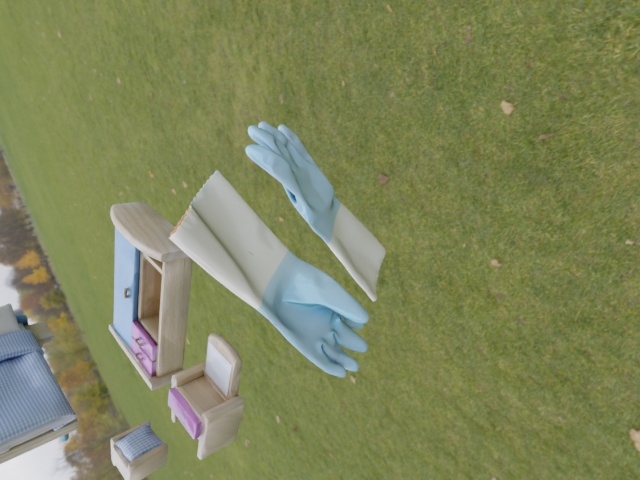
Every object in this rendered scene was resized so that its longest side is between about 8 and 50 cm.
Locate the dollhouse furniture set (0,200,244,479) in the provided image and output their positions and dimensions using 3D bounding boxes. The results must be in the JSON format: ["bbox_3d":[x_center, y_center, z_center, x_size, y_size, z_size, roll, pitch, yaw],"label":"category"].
[{"bbox_3d":[-0.278,0.112,0.450,0.286,0.303,0.198,33,122,36],"label":"dollhouse furniture set"}]

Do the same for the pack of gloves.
[{"bbox_3d":[0.000,0.000,0.419,0.046,0.195,0.232,-19,125,37],"label":"pack of gloves"}]
